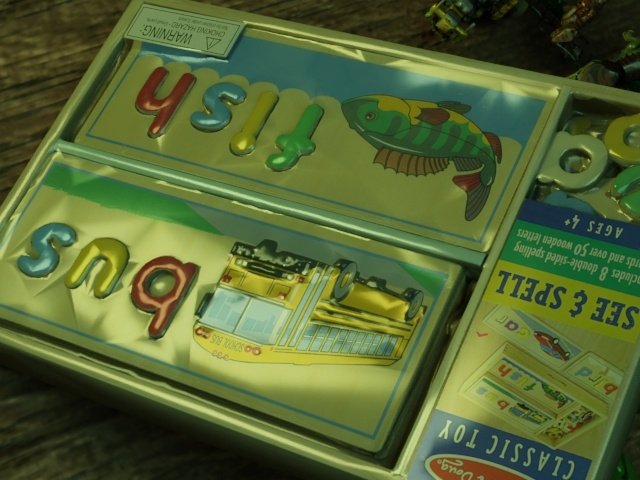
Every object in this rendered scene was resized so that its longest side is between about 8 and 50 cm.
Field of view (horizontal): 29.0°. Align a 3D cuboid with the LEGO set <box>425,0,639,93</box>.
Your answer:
[{"bbox_3d":[0.225,-0.136,0.891,0.331,0.255,0.192,47,47,-14],"label":"LEGO set"}]

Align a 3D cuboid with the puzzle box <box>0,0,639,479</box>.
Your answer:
[{"bbox_3d":[0.000,0.000,0.731,0.409,0.052,0.272,15,65,24],"label":"puzzle box"}]

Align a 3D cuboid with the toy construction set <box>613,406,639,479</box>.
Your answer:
[{"bbox_3d":[0.127,0.213,0.800,0.309,0.257,0.237,-40,109,-5],"label":"toy construction set"}]
